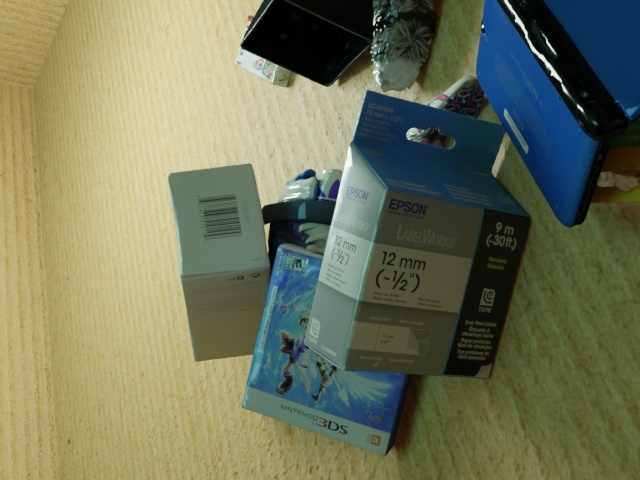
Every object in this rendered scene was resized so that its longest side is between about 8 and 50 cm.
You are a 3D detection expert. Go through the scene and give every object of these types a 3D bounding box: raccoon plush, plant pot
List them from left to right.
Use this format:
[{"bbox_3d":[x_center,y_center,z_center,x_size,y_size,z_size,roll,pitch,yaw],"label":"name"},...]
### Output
[{"bbox_3d":[-0.010,-0.417,1.587,0.187,0.188,0.167,-33,39,61],"label":"plant pot"},{"bbox_3d":[0.060,-0.489,1.492,0.299,0.216,0.447,29,107,65],"label":"raccoon plush"}]

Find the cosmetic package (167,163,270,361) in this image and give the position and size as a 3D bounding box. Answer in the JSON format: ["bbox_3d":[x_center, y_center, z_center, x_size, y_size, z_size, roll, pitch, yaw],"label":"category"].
[{"bbox_3d":[-0.182,0.053,1.624,0.385,0.156,0.217,99,161,-59],"label":"cosmetic package"}]

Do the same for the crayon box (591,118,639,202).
[{"bbox_3d":[0.385,-0.196,0.997,0.203,0.083,0.323,3,84,58],"label":"crayon box"}]

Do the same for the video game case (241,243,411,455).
[{"bbox_3d":[0.024,0.165,1.367,0.244,0.061,0.270,15,97,16],"label":"video game case"}]

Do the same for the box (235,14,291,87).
[{"bbox_3d":[-0.114,-0.406,1.886,0.207,0.036,0.114,40,116,54],"label":"box"}]

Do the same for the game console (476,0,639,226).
[{"bbox_3d":[0.316,-0.208,1.007,0.250,0.173,0.293,88,167,-51],"label":"game console"}]

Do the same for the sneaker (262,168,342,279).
[{"bbox_3d":[0.000,0.000,1.510,0.323,0.130,0.236,-132,52,-58],"label":"sneaker"}]

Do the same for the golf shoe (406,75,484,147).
[{"bbox_3d":[0.176,-0.191,1.342,0.186,0.067,0.086,-48,43,41],"label":"golf shoe"}]

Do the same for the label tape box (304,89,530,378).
[{"bbox_3d":[0.143,0.000,1.173,0.115,0.249,0.348,27,106,57],"label":"label tape box"}]
